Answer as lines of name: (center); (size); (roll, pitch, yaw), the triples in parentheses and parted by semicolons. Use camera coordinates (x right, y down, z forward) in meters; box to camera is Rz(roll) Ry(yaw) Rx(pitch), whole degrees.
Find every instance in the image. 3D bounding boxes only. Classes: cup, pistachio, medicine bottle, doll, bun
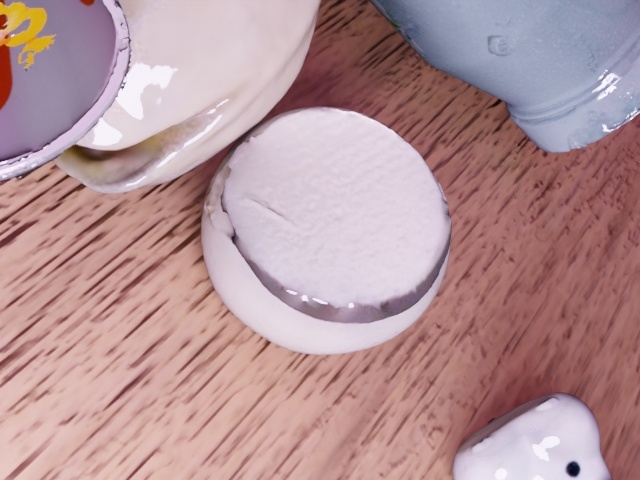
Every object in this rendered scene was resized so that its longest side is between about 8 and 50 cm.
cup: (-0.241, -0.197, 1.011); (0.203, 0.203, 0.288); (16, 40, -44)
pistachio: (-0.106, -0.179, 1.146); (0.226, 0.208, 0.331); (3, 60, 4)
medicine bottle: (0.177, -0.243, 1.515); (0.290, 0.245, 0.245); (46, 32, -20)
doll: (0.172, 0.197, 1.205); (0.180, 0.110, 0.107); (59, -6, 14)
bun: (0.000, 0.000, 1.165); (0.173, 0.120, 0.172); (7, 64, -14)
